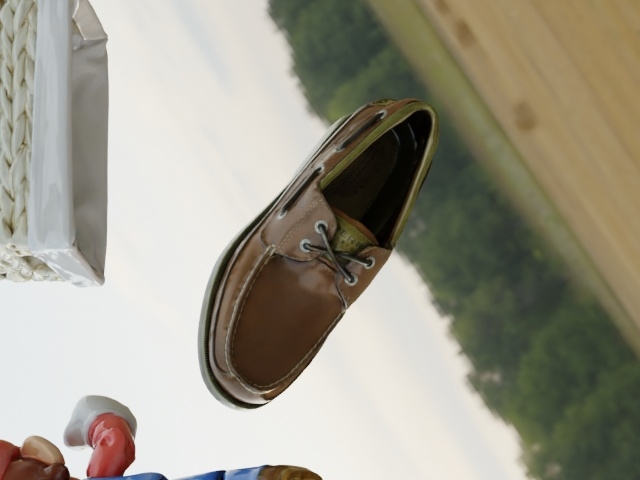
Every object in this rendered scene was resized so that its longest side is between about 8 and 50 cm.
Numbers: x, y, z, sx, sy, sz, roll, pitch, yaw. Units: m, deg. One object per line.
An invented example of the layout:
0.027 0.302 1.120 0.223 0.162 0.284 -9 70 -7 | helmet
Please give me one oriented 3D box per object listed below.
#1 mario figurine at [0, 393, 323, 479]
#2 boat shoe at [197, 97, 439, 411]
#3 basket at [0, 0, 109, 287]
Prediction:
-0.147 0.227 1.405 0.198 0.321 0.170 -40 -54 -54 | mario figurine
0.000 0.000 1.534 0.111 0.307 0.104 36 154 -18 | boat shoe
-0.184 -0.060 1.089 0.113 0.103 0.167 71 -163 -76 | basket
